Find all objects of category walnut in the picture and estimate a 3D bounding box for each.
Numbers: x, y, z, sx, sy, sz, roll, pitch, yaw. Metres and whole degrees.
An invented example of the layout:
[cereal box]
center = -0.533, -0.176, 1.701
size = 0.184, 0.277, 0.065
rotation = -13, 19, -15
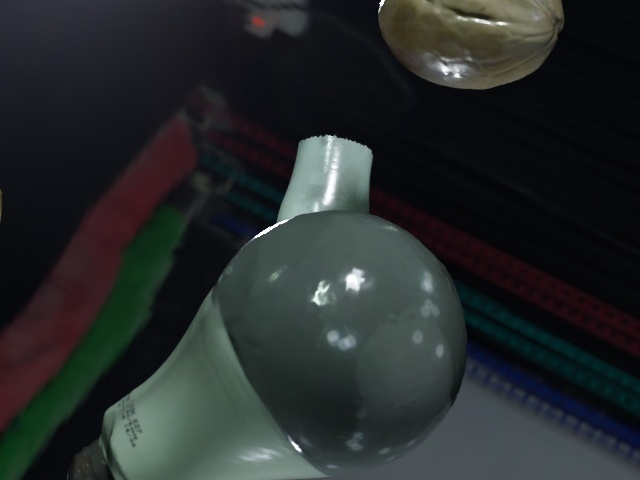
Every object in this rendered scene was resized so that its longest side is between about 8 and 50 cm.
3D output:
[walnut]
center = 0.132, -0.201, 1.502
size = 0.140, 0.162, 0.140
rotation = -10, -77, -47

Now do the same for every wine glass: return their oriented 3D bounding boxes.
[wine glass]
center = 0.000, 0.000, 1.667
size = 0.093, 0.093, 0.202
rotation = 82, -162, -67

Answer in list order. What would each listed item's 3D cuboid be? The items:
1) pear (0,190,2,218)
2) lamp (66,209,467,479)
[pear]
center = -0.553, -0.007, 1.846
size = 0.386, 0.191, 0.340
rotation = -38, -45, -20
[lamp]
center = -0.048, 0.090, 1.193
size = 0.182, 0.314, 0.182
rotation = 50, -151, -42
